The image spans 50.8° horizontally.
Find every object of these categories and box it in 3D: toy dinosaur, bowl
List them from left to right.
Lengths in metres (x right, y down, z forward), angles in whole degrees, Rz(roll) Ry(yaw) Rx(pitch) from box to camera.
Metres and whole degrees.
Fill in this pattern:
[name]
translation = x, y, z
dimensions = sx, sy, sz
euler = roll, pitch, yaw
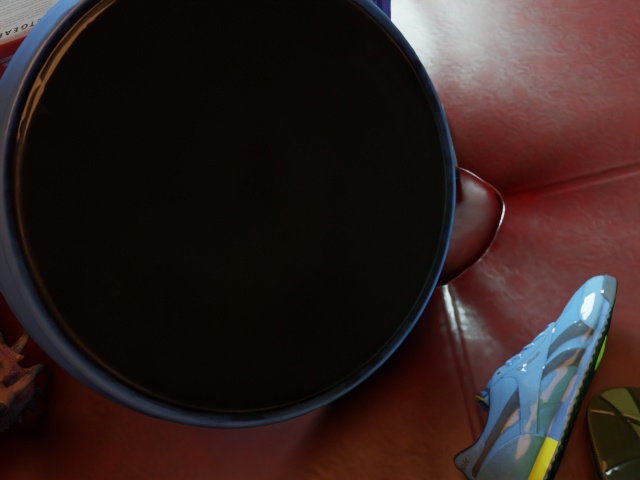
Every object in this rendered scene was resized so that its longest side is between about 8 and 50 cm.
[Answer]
[toy dinosaur]
translation = -0.385, 0.115, 0.687
dimensions = 0.200, 0.127, 0.295
euler = -33, 56, -4
[bowl]
translation = -0.060, -0.040, 0.542
dimensions = 0.391, 0.391, 0.077
euler = -49, 21, -14

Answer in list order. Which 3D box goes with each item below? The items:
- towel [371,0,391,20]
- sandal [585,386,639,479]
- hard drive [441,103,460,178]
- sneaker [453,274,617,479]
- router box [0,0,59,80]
[towel]
translation = -0.079, -0.217, 0.754
dimensions = 0.336, 0.040, 0.243
euler = 3, 103, 26
[sandal]
translation = 0.229, 0.210, 0.482
dimensions = 0.090, 0.060, 0.219
euler = -1, 45, 9
[hard drive]
translation = 0.075, -0.094, 0.731
dimensions = 0.135, 0.022, 0.094
euler = -12, 57, 10
[sneaker]
translation = 0.178, 0.108, 0.550
dimensions = 0.082, 0.069, 0.209
euler = 20, 68, 31
[router box]
translation = -0.315, -0.079, 0.679
dimensions = 0.335, 0.301, 0.082
euler = -17, 56, 8
